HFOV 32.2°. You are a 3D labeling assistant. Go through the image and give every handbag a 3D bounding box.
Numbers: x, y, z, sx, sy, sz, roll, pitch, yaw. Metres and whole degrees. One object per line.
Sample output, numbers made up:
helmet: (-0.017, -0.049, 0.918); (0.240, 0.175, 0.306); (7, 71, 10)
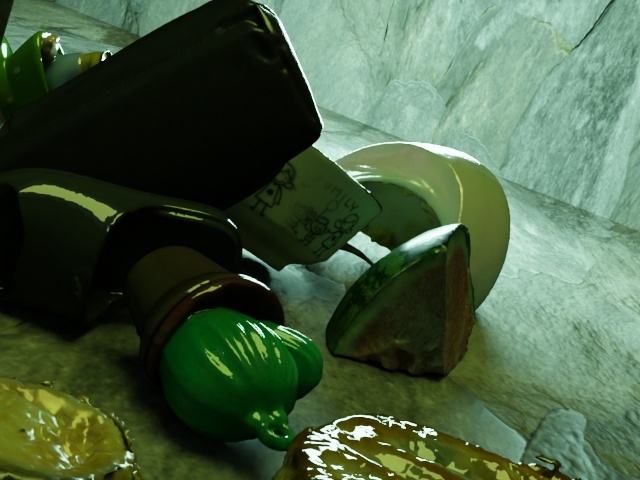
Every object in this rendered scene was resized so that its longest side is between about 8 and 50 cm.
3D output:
handbag: (-0.154, -0.092, 1.037); (0.178, 0.302, 0.275); (60, 0, -14)

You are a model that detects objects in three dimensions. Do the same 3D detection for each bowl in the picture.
bowl: (-0.061, -0.051, 1.211); (0.238, 0.126, 0.238); (33, -3, 2)

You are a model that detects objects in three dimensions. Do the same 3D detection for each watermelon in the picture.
watermelon: (0.100, 0.041, 1.119); (0.128, 0.146, 0.231); (24, 16, 15)

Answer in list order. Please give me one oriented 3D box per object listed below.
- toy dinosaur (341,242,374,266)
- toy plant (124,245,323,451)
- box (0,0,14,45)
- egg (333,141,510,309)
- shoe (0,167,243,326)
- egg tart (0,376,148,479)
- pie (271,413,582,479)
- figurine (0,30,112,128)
toy dinosaur: (0.004, -0.005, 1.403); (0.180, 0.037, 0.058); (18, 26, 13)
toy plant: (-0.065, 0.085, 0.813); (0.143, 0.105, 0.200); (7, 32, -48)
box: (-0.372, -0.123, 0.886); (0.155, 0.231, 0.149); (31, 17, 33)
egg: (0.137, -0.042, 1.385); (0.271, 0.161, 0.206); (40, 13, 24)
shoe: (-0.173, 0.013, 0.873); (0.241, 0.108, 0.093); (5, 26, -22)
egg tart: (-0.160, 0.125, 0.577); (0.191, 0.074, 0.191); (20, 11, -4)
pie: (0.110, 0.194, 0.678); (0.315, 0.092, 0.315); (19, 8, -3)
figurine: (-0.351, -0.164, 1.184); (0.263, 0.162, 0.143); (-1, 47, 4)
